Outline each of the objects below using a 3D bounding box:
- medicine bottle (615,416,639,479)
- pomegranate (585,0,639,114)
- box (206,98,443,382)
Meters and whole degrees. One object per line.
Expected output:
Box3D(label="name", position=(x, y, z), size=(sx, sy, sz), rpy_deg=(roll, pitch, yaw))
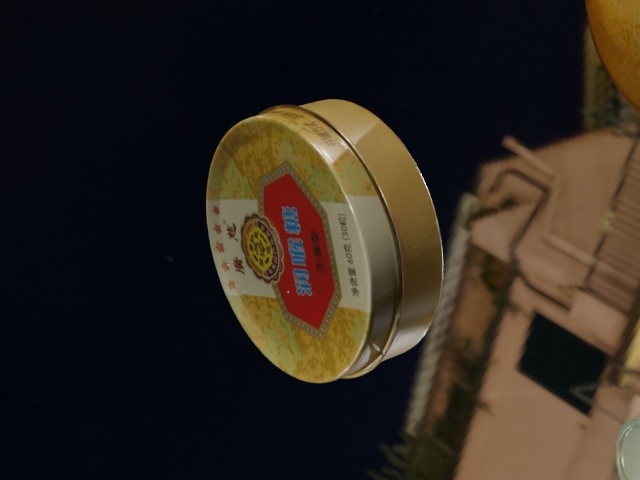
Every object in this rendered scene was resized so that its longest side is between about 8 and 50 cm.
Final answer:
Box3D(label="medicine bottle", position=(0.307, 0.136, 1.066), size=(0.218, 0.074, 0.074), rpy_deg=(-6, -63, -24))
Box3D(label="pomegranate", position=(0.352, -0.179, 1.126), size=(0.319, 0.319, 0.319), rpy_deg=(-20, -56, -32))
Box3D(label="box", position=(0.000, 0.000, 0.584), size=(0.037, 0.105, 0.106), rpy_deg=(-17, -57, -34))
